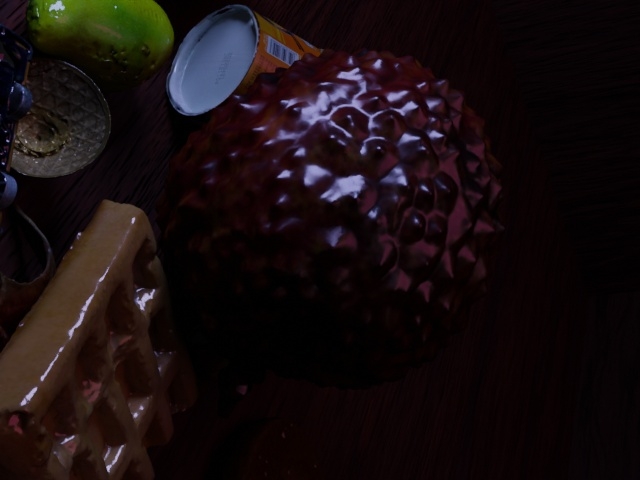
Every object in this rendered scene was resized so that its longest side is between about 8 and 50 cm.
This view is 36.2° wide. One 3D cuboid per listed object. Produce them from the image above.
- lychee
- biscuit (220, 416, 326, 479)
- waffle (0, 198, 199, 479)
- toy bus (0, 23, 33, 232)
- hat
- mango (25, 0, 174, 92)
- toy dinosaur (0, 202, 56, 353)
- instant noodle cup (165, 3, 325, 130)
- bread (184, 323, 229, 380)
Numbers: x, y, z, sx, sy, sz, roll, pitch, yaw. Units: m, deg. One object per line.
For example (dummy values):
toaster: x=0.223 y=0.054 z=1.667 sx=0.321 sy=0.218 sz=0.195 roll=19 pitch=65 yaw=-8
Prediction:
lychee: x=0.000 y=0.000 z=1.206 sx=0.500 sy=0.425 sz=0.424 roll=-53 pitch=144 yaw=0
biscuit: x=-0.058 y=0.446 z=1.413 sx=0.314 sy=0.063 sz=0.367 roll=-52 pitch=128 yaw=-59
waffle: x=-0.238 y=0.164 z=1.040 sx=0.348 sy=0.078 sz=0.304 roll=-70 pitch=158 yaw=-50
toy bus: x=-0.357 y=-0.111 z=0.948 sx=0.098 sy=0.114 sz=0.200 roll=28 pitch=63 yaw=-57
hat: x=-0.314 y=-0.126 z=1.102 sx=0.146 sy=0.067 sz=0.146 roll=7 pitch=70 yaw=-19
mango: x=-0.266 y=-0.242 z=1.170 sx=0.233 sy=0.111 sz=0.125 roll=-17 pitch=93 yaw=-62
toy dinosaur: x=-0.346 y=0.087 z=0.956 sx=0.206 sy=0.113 sz=0.327 roll=84 pitch=21 yaw=-66
instant noodle cup: x=-0.094 y=-0.213 z=1.392 sx=0.182 sy=0.230 sz=0.230 roll=30 pitch=56 yaw=-46
bread: x=-0.122 y=0.151 z=1.359 sx=0.157 sy=0.083 sz=0.094 roll=-37 pitch=116 yaw=-50
